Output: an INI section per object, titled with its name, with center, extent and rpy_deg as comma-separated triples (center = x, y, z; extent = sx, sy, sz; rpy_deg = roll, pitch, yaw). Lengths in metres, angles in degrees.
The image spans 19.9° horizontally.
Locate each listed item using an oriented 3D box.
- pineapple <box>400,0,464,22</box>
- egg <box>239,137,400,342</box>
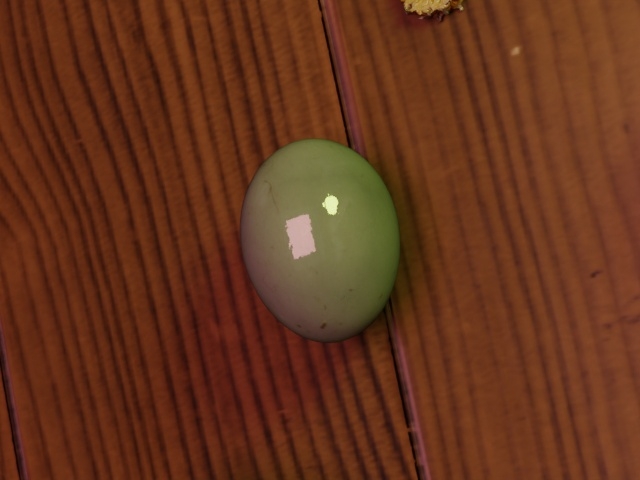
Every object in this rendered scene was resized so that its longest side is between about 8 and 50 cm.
[pineapple]
center = 0.098, -0.233, 1.736
extent = 0.083, 0.019, 0.045
rpy_deg = 28, 96, 30
[egg]
center = 0.000, 0.000, 1.704
extent = 0.149, 0.149, 0.192
rpy_deg = -9, 87, 30
